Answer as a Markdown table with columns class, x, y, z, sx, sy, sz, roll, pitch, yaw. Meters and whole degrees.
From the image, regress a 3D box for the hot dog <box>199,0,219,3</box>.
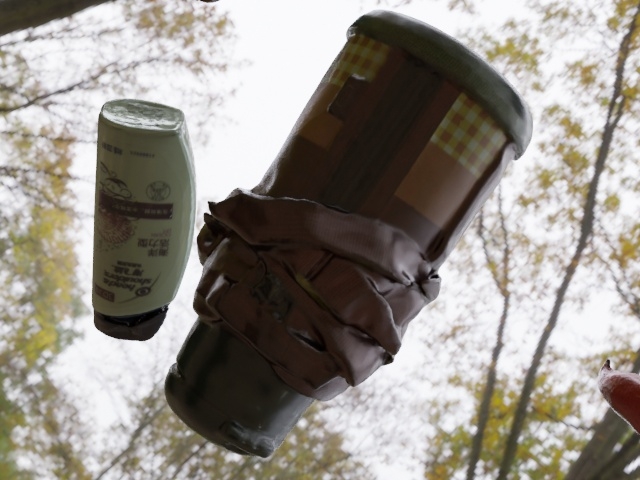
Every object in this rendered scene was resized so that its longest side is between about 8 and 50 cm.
| class | x | y | z | sx | sy | sz | roll | pitch | yaw |
| --- | --- | --- | --- | --- | --- | --- | --- | --- | --- |
| hot dog | -0.149 | -0.384 | 0.889 | 0.158 | 0.117 | 0.349 | -33 | -57 | 9 |

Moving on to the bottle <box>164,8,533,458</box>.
| class | x | y | z | sx | sy | sz | roll | pitch | yaw |
| --- | --- | --- | --- | --- | --- | --- | --- | --- | --- |
| bottle | 0.000 | 0.000 | 0.594 | 0.143 | 0.271 | 0.156 | 35 | -1 | -36 |

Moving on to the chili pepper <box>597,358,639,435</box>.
| class | x | y | z | sx | sy | sz | roll | pitch | yaw |
| --- | --- | --- | --- | --- | --- | --- | --- | --- | --- |
| chili pepper | 0.455 | 0.221 | 1.049 | 0.368 | 0.137 | 0.092 | 30 | -67 | 29 |

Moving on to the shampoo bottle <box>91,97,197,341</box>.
| class | x | y | z | sx | sy | sz | roll | pitch | yaw |
| --- | --- | --- | --- | --- | --- | --- | --- | --- | --- |
| shampoo bottle | -0.237 | -0.014 | 1.317 | 0.134 | 0.078 | 0.359 | 8 | -53 | -5 |
